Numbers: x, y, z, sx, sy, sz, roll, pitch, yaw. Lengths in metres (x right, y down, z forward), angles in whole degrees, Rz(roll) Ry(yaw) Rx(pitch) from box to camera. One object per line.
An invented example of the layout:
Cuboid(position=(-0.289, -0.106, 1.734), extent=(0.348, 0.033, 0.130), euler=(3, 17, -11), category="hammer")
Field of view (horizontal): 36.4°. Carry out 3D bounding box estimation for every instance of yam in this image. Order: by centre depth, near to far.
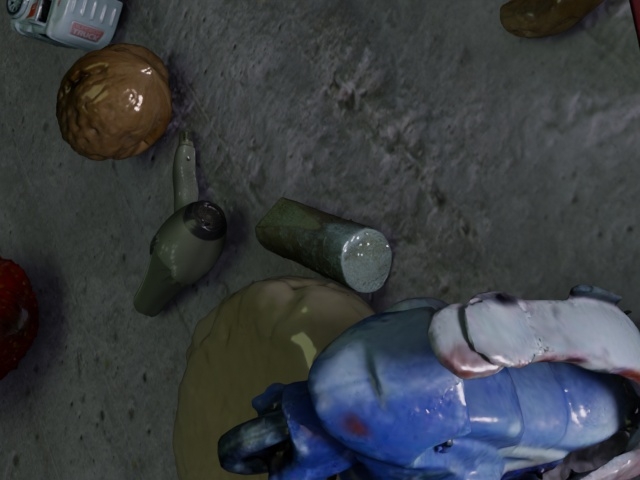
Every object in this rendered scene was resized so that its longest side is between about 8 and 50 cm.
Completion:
Cuboid(position=(0.000, 0.000, 1.033), extent=(0.169, 0.068, 0.068), euler=(23, 100, 48), category="yam")

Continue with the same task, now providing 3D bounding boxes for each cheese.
Cuboid(position=(-0.034, 0.196, 0.982), extent=(0.318, 0.115, 0.326), euler=(-44, 57, 43), category="cheese")

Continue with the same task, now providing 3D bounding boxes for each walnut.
Cuboid(position=(-0.280, -0.193, 1.341), extent=(0.184, 0.155, 0.155), euler=(-35, 58, 47), category="walnut")

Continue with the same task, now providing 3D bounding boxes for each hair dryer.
Cuboid(position=(-0.197, -0.004, 1.273), extent=(0.219, 0.088, 0.225), euler=(-61, 31, 27), category="hair dryer")

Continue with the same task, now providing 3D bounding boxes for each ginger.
Cuboid(position=(0.219, -0.224, 0.830), extent=(0.173, 0.051, 0.070), euler=(-35, 54, 38), category="ginger")

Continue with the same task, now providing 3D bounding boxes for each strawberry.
Cuboid(position=(-0.594, 0.151, 1.565), extent=(0.351, 0.267, 0.312), euler=(-9, 46, 32), category="strawberry")

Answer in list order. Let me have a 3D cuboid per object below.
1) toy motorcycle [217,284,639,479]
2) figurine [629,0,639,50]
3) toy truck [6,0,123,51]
Cuboid(position=(0.100, 0.099, 0.702), extent=(0.182, 0.319, 0.241), euler=(52, 129, 44), category="toy motorcycle")
Cuboid(position=(0.282, -0.181, 0.708), extent=(0.098, 0.082, 0.154), euler=(-7, 113, 36), category="figurine")
Cuboid(position=(-0.355, -0.440, 1.485), extent=(0.162, 0.136, 0.305), euler=(25, 100, 40), category="toy truck")
